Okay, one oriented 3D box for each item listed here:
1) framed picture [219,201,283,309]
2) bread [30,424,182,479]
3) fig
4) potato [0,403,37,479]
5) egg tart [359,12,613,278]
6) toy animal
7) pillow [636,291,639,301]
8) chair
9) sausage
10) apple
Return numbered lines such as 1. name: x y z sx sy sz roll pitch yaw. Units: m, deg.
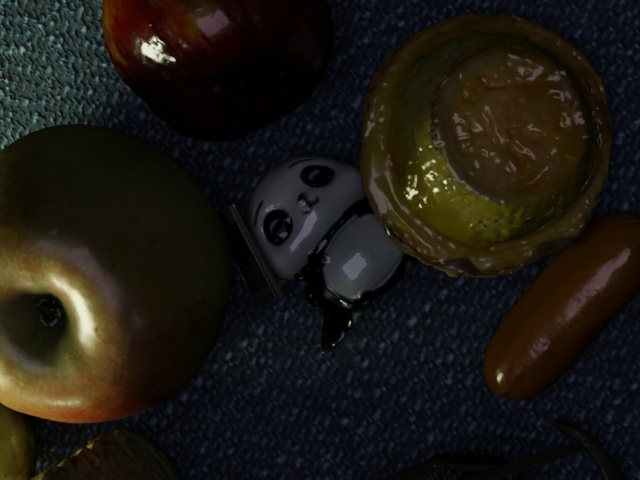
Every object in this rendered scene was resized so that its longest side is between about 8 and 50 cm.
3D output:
1. framed picture: -0.078 0.018 1.836 0.011 0.149 0.109 -27 88 -12
2. bread: -0.279 0.422 1.782 0.279 0.371 0.390 42 98 3
3. fig: -0.113 -0.219 1.792 0.263 0.224 0.224 21 97 24
4. potato: -0.403 0.190 1.893 0.248 0.143 0.169 50 135 15
5. egg tart: 0.172 -0.102 1.755 0.288 0.118 0.288 1 83 -10
6. toy animal: 0.000 0.000 1.822 0.179 0.138 0.166 44 76 -1
7. pillow: 0.439 0.063 1.787 0.171 0.075 0.179 -42 81 16
8. chair: 0.177 0.309 1.815 0.272 0.166 0.188 -14 91 -33
9. sausage: 0.259 0.068 1.804 0.098 0.098 0.238 40 105 5
10. apple: -0.252 0.038 1.797 0.319 0.277 0.319 1 96 9
